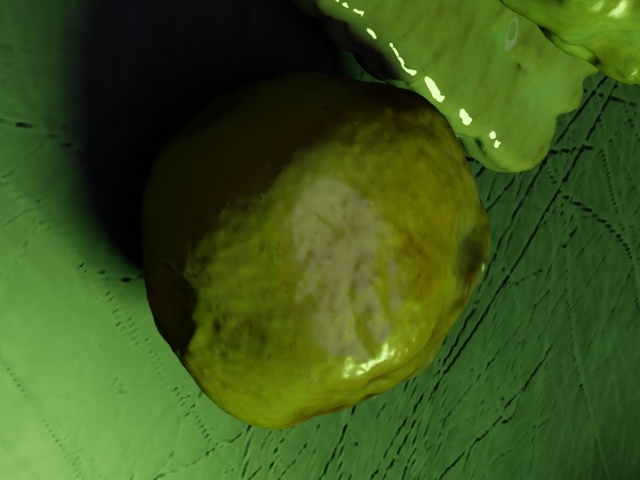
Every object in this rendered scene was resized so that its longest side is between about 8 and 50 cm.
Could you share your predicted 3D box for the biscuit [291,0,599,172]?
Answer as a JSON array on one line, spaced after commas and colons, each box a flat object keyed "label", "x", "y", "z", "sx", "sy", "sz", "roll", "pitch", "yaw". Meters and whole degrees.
[{"label": "biscuit", "x": 0.103, "y": -0.204, "z": 0.516, "sx": 0.217, "sy": 0.044, "sz": 0.325, "roll": 35, "pitch": 86, "yaw": -38}]

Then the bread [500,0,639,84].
[{"label": "bread", "x": 0.068, "y": -0.151, "z": 0.406, "sx": 0.268, "sy": 0.130, "sz": 0.152, "roll": 23, "pitch": 58, "yaw": -39}]

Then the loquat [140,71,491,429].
[{"label": "loquat", "x": 0.000, "y": 0.000, "z": 0.483, "sx": 0.137, "sy": 0.113, "sz": 0.137, "roll": 8, "pitch": 77, "yaw": -38}]
